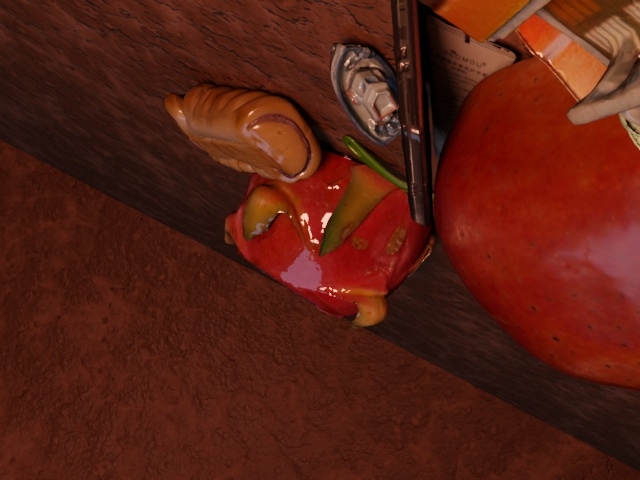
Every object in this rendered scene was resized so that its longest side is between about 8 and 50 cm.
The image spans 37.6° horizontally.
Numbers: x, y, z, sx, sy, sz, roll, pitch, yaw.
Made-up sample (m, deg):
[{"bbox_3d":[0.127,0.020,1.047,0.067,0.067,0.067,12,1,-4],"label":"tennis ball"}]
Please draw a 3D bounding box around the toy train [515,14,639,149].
[{"bbox_3d":[0.195,-0.105,0.491,0.118,0.176,0.074,55,139,15],"label":"toy train"}]

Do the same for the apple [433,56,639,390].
[{"bbox_3d":[0.276,-0.018,0.722,0.365,0.329,0.295,158,95,-72],"label":"apple"}]

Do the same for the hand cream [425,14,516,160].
[{"bbox_3d":[0.128,-0.123,0.846,0.080,0.050,0.234,26,164,14],"label":"hand cream"}]

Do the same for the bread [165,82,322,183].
[{"bbox_3d":[-0.100,-0.144,1.192,0.225,0.081,0.134,20,161,44],"label":"bread"}]

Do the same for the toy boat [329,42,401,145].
[{"bbox_3d":[0.050,-0.137,0.894,0.066,0.059,0.140,52,-179,43],"label":"toy boat"}]

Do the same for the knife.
[{"bbox_3d":[0.096,-0.080,1.159,0.166,0.022,0.078,30,164,-12],"label":"knife"}]

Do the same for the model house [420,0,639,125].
[{"bbox_3d":[0.162,-0.132,0.308,0.215,0.198,0.224,35,168,-5],"label":"model house"}]

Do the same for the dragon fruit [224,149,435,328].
[{"bbox_3d":[0.000,0.000,1.309,0.291,0.189,0.290,27,168,6],"label":"dragon fruit"}]

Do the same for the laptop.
[{"bbox_3d":[0.075,-0.110,0.775,0.026,0.154,0.207,-3,163,8],"label":"laptop"}]
